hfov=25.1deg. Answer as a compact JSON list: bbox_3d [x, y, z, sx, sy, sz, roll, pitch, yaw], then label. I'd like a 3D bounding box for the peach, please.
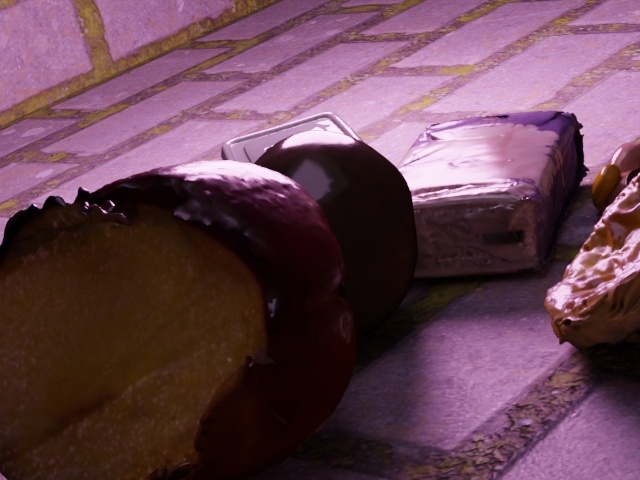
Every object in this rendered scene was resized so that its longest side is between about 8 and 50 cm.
[{"bbox_3d":[-0.170,0.111,1.492,0.417,0.339,0.353,-19,-17,-11],"label":"peach"}]

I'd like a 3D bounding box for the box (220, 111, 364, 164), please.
[{"bbox_3d":[-0.023,-0.058,2.053,0.193,0.167,0.294,-15,20,-6],"label":"box"}]

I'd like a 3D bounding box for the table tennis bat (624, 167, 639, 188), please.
[{"bbox_3d":[0.469,-0.065,1.894,0.156,0.013,0.087,-8,56,-25],"label":"table tennis bat"}]

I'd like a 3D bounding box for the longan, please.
[{"bbox_3d":[0.000,0.000,1.749,0.258,0.258,0.258,-13,20,5],"label":"longan"}]

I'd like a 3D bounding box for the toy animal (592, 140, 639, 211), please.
[{"bbox_3d":[0.416,-0.072,1.935,0.082,0.091,0.114,26,50,19],"label":"toy animal"}]

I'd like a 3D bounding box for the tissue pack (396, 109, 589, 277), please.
[{"bbox_3d":[0.217,-0.065,1.963,0.242,0.125,0.343,-4,23,21],"label":"tissue pack"}]

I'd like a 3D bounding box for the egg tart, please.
[{"bbox_3d":[0.384,0.007,1.547,0.341,0.132,0.341,-52,6,8],"label":"egg tart"}]
